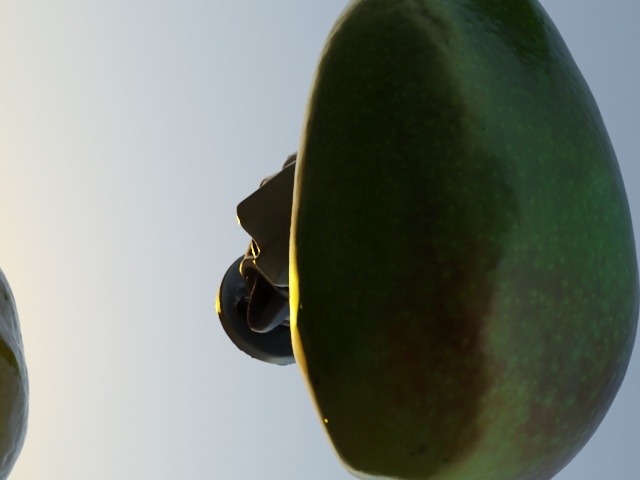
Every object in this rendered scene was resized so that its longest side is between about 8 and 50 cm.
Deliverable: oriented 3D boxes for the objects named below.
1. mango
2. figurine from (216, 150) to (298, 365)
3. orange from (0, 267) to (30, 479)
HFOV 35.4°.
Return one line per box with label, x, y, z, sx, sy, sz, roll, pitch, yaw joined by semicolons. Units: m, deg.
mango;0.091;-0.020;0.646;0.201;0.225;0.382;136;-41;-66
figurine;0.000;0.000;0.860;0.133;0.176;0.236;35;-33;4
orange;-0.328;0.090;0.640;0.235;0.279;0.279;97;-27;-44
